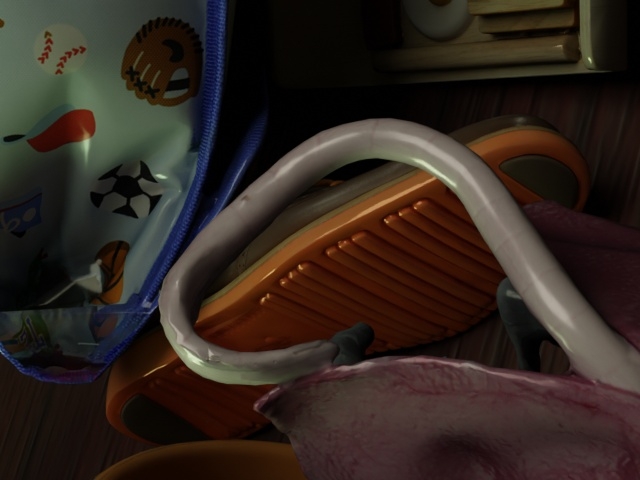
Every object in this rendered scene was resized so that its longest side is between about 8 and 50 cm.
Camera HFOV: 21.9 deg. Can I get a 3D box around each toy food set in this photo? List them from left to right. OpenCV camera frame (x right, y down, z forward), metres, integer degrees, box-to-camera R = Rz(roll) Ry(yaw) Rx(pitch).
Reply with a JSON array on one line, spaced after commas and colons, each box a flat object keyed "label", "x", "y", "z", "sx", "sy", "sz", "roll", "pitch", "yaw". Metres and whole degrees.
[{"label": "toy food set", "x": 0.061, "y": -0.202, "z": 0.966, "sx": 0.306, "sy": 0.092, "sz": 0.220, "roll": 5, "pitch": 98, "yaw": 57}]

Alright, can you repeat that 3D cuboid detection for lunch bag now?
[{"label": "lunch bag", "x": -0.151, "y": -0.142, "z": 1.043, "sx": 0.328, "sy": 0.239, "sz": 0.385, "roll": -106, "pitch": 17, "yaw": -71}]

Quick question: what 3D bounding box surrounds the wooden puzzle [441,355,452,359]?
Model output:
[{"label": "wooden puzzle", "x": 0.057, "y": 0.097, "z": 0.964, "sx": 0.083, "sy": 0.006, "sz": 0.049, "roll": -23, "pitch": 55, "yaw": 37}]

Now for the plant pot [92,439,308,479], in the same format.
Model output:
[{"label": "plant pot", "x": 0.001, "y": 0.248, "z": 0.757, "sx": 0.291, "sy": 0.291, "sz": 0.203, "roll": 35, "pitch": 113, "yaw": 49}]

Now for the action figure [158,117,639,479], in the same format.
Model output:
[{"label": "action figure", "x": 0.166, "y": 0.077, "z": 0.568, "sx": 0.248, "sy": 0.276, "sz": 0.370, "roll": -48, "pitch": 36, "yaw": -9}]

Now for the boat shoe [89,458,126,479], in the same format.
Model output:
[{"label": "boat shoe", "x": -0.150, "y": 0.180, "z": 1.112, "sx": 0.133, "sy": 0.042, "sz": 0.049, "roll": -29, "pitch": 53, "yaw": 35}]

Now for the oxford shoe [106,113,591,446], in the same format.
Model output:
[{"label": "oxford shoe", "x": 0.000, "y": 0.000, "z": 0.987, "sx": 0.363, "sy": 0.130, "sz": 0.133, "roll": -29, "pitch": 45, "yaw": 34}]
